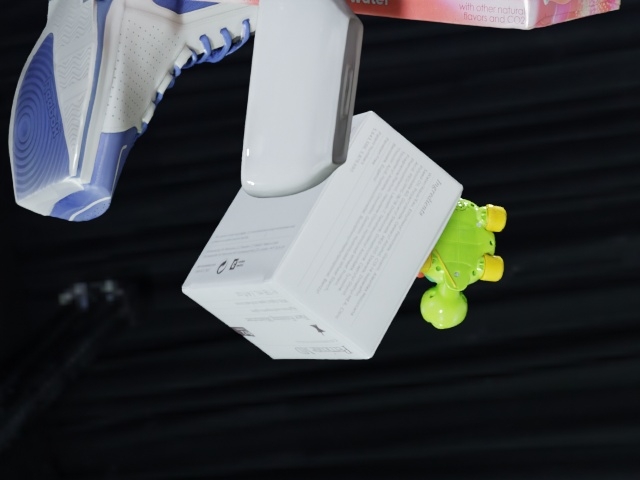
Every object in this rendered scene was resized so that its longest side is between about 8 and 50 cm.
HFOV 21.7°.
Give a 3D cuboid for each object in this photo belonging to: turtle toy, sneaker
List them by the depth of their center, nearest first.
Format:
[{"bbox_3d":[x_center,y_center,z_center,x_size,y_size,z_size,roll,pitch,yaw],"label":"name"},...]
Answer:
[{"bbox_3d":[-0.131,-0.165,1.345,0.182,0.127,0.315,18,-109,-34],"label":"sneaker"},{"bbox_3d":[0.121,0.018,1.570,0.066,0.095,0.130,131,146,-70],"label":"turtle toy"}]

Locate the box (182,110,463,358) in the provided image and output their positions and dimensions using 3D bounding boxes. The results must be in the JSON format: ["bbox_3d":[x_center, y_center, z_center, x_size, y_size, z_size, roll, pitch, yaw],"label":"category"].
[{"bbox_3d":[0.000,0.000,1.466,0.119,0.181,0.182,38,-111,-21],"label":"box"}]

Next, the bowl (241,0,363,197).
[{"bbox_3d":[-0.008,-0.093,1.025,0.142,0.053,0.142,-19,-63,-82],"label":"bowl"}]

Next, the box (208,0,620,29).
[{"bbox_3d":[0.051,-0.240,1.171,0.142,0.300,0.154,-20,-65,-53],"label":"box"}]
